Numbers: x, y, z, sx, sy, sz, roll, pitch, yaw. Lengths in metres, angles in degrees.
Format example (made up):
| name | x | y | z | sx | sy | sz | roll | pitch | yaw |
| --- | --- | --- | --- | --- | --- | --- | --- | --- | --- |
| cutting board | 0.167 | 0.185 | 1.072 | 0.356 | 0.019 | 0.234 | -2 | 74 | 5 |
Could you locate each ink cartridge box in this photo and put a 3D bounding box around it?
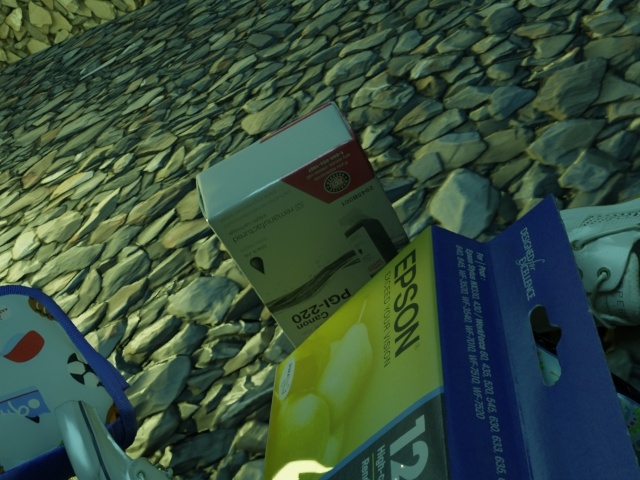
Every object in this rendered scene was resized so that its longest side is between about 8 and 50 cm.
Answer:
| name | x | y | z | sx | sy | sz | roll | pitch | yaw |
| --- | --- | --- | --- | --- | --- | --- | --- | --- | --- |
| ink cartridge box | 0.062 | 0.128 | 0.601 | 0.307 | 0.072 | 0.303 | -48 | 19 | 30 |
| ink cartridge box | 0.000 | 0.000 | 0.810 | 0.158 | 0.218 | 0.092 | -29 | 36 | 4 |

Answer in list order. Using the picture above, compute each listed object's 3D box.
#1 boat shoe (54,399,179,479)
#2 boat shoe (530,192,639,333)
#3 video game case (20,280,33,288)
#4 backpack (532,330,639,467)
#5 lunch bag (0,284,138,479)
| name | x | y | z | sx | sy | sz | roll | pitch | yaw |
| --- | --- | --- | --- | --- | --- | --- | --- | --- | --- |
| boat shoe | -0.145 | 0.225 | 0.678 | 0.076 | 0.226 | 0.083 | -25 | -17 | -20 |
| boat shoe | 0.242 | 0.027 | 0.679 | 0.277 | 0.098 | 0.096 | -23 | 31 | 11 |
| video game case | -0.475 | 0.111 | 1.264 | 0.087 | 0.011 | 0.122 | -40 | 32 | -16 |
| backpack | 0.187 | 0.132 | 0.573 | 0.084 | 0.105 | 0.114 | -58 | 33 | -2 |
| lunch bag | -0.412 | 0.186 | 0.799 | 0.385 | 0.239 | 0.328 | 10 | 23 | 44 |
